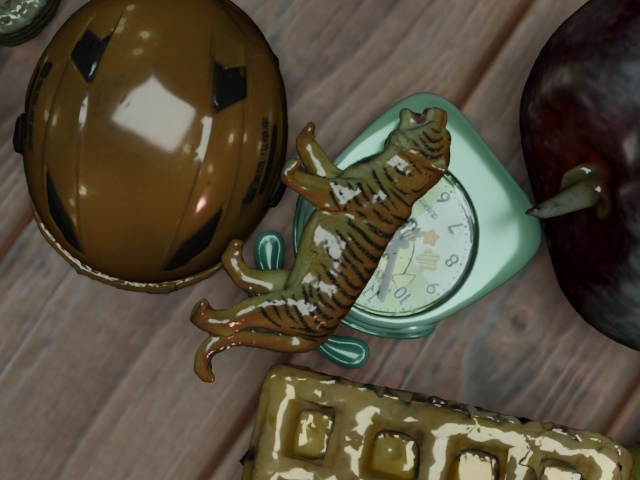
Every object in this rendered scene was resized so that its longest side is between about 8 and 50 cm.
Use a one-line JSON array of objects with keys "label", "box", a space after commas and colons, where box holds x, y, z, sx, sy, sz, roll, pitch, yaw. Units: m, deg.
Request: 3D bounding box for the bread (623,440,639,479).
[{"label": "bread", "box": [0.346, 0.291, 0.937, 0.233, 0.245, 0.362, -37, 46, 6]}]

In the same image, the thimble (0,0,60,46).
[{"label": "thimble", "box": [-0.224, -0.196, 0.972, 0.084, 0.062, 0.110, 15, 88, -5]}]

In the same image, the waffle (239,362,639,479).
[{"label": "waffle", "box": [0.053, 0.289, 0.909, 0.260, 0.114, 0.376, 11, 81, 9]}]

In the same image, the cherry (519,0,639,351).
[{"label": "cherry", "box": [0.256, -0.054, 0.914, 0.296, 0.218, 0.255, -15, 80, -15]}]

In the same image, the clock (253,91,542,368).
[{"label": "clock", "box": [0.050, -0.004, 0.981, 0.188, 0.060, 0.148, -35, 91, -3]}]

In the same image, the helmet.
[{"label": "helmet", "box": [-0.117, -0.075, 0.942, 0.198, 0.130, 0.224, 14, 88, 0]}]

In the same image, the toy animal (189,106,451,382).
[{"label": "toy animal", "box": [0.000, 0.000, 0.915, 0.099, 0.057, 0.241, 32, 85, -7]}]
